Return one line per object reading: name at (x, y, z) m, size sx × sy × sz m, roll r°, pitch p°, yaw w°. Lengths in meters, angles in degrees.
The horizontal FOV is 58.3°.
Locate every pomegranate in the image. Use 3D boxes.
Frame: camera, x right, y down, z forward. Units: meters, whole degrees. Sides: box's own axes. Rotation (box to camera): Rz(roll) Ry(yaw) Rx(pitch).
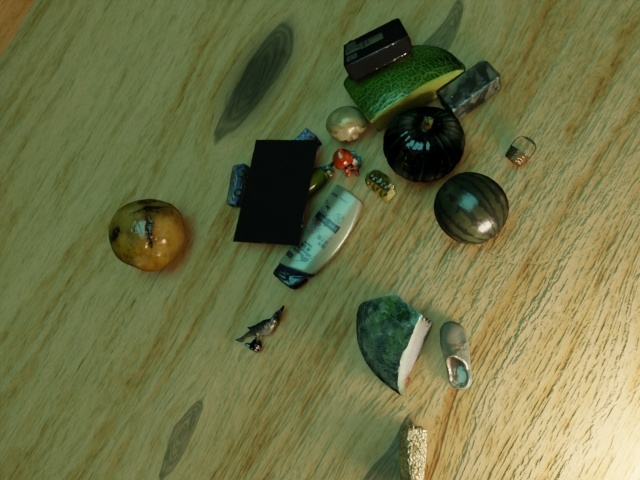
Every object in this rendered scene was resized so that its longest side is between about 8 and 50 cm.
pomegranate at (-0.596, -0.025, 1.984) m, size 0.260 × 0.260 × 0.261 m, roll -5°, pitch 75°, yaw 18°

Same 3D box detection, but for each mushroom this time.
mushroom at (0.087, -0.383, 1.891) m, size 0.148 × 0.112 × 0.148 m, roll -23°, pitch 26°, yaw 12°

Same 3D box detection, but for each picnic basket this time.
picnic basket at (0.596, -0.267, 1.703) m, size 0.072 × 0.072 × 0.083 m, roll 40°, pitch 105°, yaw 23°

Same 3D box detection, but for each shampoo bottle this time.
shampoo bottle at (0.000, 0.000, 1.846) m, size 0.134 × 0.078 × 0.359 m, roll 37°, pitch 90°, yaw 20°

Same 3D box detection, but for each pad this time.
pad at (-0.146, -0.164, 1.891) m, size 0.247 × 0.007 × 0.368 m, roll 4°, pitch 75°, yaw 25°

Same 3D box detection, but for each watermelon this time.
watermelon at (0.433, -0.092, 1.646) m, size 0.212 × 0.212 × 0.212 m, roll -5°, pitch 75°, yaw 18°
watermelon at (0.216, 0.271, 1.691) m, size 0.289 × 0.213 × 0.320 m, roll 32°, pitch 132°, yaw 54°

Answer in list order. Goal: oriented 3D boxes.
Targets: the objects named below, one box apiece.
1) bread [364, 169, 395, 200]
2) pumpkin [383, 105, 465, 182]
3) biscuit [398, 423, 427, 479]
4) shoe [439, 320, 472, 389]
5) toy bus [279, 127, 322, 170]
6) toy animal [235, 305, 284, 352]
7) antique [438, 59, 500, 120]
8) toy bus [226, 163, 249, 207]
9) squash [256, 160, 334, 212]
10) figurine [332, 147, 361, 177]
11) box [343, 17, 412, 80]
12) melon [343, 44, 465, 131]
bread at (0.191, -0.182, 1.835) m, size 0.110 × 0.060 × 0.066 m, roll 42°, pitch 122°, yaw 25°
pumpkin at (0.315, -0.301, 1.740) m, size 0.249 × 0.216 × 0.250 m, roll 0°, pitch 61°, yaw -1°
biscuit at (0.259, 0.599, 1.605) m, size 0.070 × 0.082 × 0.169 m, roll 4°, pitch 76°, yaw -5°
shoe at (0.384, 0.325, 1.628) m, size 0.079 × 0.078 × 0.195 m, roll -11°, pitch 77°, yaw 17°
toy bus at (-0.078, -0.298, 1.951) m, size 0.167 × 0.073 × 0.076 m, roll -44°, pitch 64°, yaw 1°
toy animal at (-0.184, 0.284, 1.848) m, size 0.202 × 0.070 × 0.105 m, roll -46°, pitch 48°, yaw 8°
antique at (0.469, -0.470, 1.791) m, size 0.183 × 0.088 × 0.086 m, roll -36°, pitch 68°, yaw 7°
toy bus at (-0.288, -0.192, 2.012) m, size 0.061 × 0.051 × 0.153 m, roll 2°, pitch 78°, yaw 26°
squash at (-0.082, -0.160, 1.914) m, size 0.331 × 0.087 × 0.087 m, roll -32°, pitch 68°, yaw 8°
figurine at (0.085, -0.256, 1.846) m, size 0.068 × 0.140 × 0.075 m, roll -2°, pitch 77°, yaw 22°
box at (0.176, -0.617, 1.829) m, size 0.211 × 0.058 × 0.350 m, roll -24°, pitch 25°, yaw 14°
melon at (0.272, -0.506, 1.830) m, size 0.343 × 0.226 × 0.331 m, roll -36°, pitch 26°, yaw 10°
